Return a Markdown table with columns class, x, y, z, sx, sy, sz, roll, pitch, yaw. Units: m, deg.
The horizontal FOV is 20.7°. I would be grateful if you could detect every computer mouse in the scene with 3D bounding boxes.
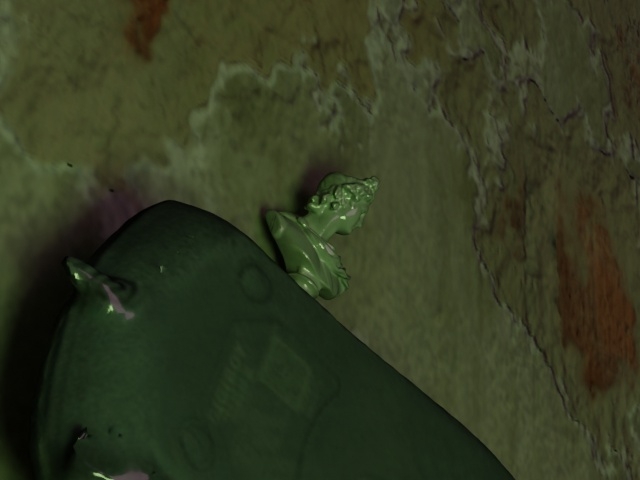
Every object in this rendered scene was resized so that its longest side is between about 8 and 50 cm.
| class | x | y | z | sx | sy | sz | roll | pitch | yaw |
| --- | --- | --- | --- | --- | --- | --- | --- | --- | --- |
| computer mouse | -0.016 | 0.138 | 0.846 | 0.371 | 0.122 | 0.188 | 47 | 40 | -26 |

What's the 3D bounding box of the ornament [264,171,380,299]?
| class | x | y | z | sx | sy | sz | roll | pitch | yaw |
| --- | --- | --- | --- | --- | --- | --- | --- | --- | --- |
| ornament | -0.002 | 0.002 | 0.988 | 0.068 | 0.041 | 0.092 | 21 | 71 | -45 |
